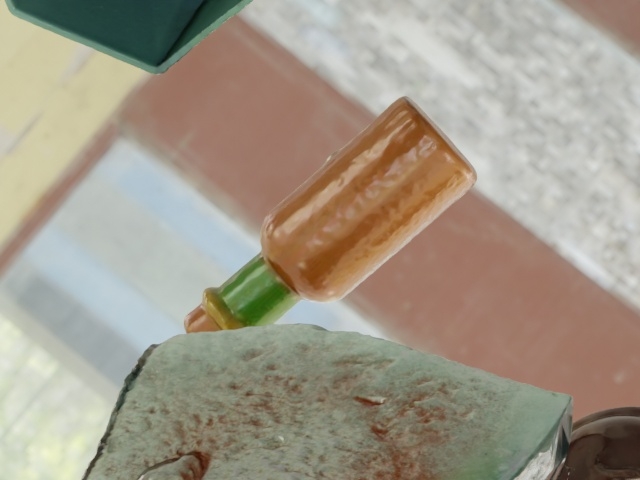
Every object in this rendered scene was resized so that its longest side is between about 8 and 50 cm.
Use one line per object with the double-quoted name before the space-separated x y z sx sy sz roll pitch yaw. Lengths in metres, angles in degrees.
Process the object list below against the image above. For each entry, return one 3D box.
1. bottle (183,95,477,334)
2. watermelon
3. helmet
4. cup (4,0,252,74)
"bottle" 0.000 0.000 1.120 0.069 0.187 0.069 49 -174 -7
"watermelon" -0.020 0.120 0.938 0.320 0.289 0.213 16 -134 -58
"helmet" 0.164 0.121 1.067 0.089 0.111 0.057 48 -150 -55
"cup" -0.051 -0.204 0.934 0.148 0.235 0.134 27 136 6
